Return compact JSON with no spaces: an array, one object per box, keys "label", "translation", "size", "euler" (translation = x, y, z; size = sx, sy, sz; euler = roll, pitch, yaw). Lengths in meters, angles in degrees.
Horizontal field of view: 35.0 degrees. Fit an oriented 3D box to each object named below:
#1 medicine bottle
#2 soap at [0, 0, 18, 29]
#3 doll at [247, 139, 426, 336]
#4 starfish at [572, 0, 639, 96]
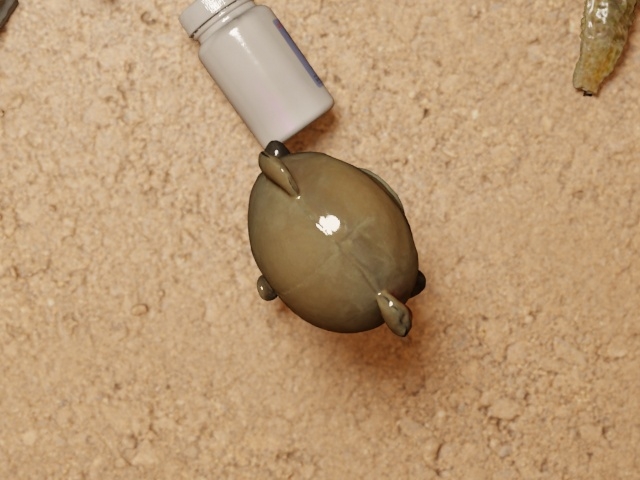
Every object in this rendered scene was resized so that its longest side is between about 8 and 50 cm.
[{"label":"medicine bottle","translation":[-0.075,-0.204,1.176],"size":[0.103,0.103,0.186],"euler":[-36,95,-1]},{"label":"soap","translation":[-0.461,-0.296,1.051],"size":[0.258,0.302,0.159],"euler":[39,83,-6]},{"label":"doll","translation":[0.000,0.000,1.083],"size":[0.174,0.330,0.235],"euler":[-38,93,-5]},{"label":"starfish","translation":[0.377,-0.361,1.214],"size":[0.324,0.082,0.432],"euler":[-40,98,-4]}]
